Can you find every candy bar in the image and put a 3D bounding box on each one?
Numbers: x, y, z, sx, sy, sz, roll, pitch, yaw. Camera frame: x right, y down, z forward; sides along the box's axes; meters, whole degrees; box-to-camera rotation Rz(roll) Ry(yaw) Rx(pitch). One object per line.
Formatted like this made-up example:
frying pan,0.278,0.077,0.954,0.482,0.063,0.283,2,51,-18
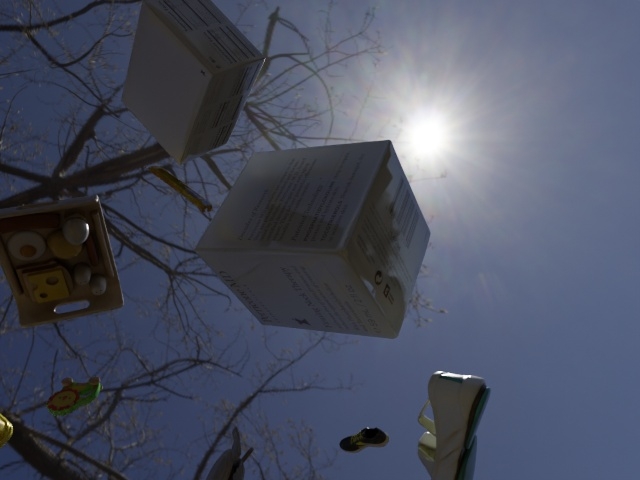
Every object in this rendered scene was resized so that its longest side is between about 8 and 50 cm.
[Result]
candy bar,-0.279,-0.105,1.099,0.161,0.040,0.018,36,-73,11

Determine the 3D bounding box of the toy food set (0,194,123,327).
toy food set,-0.548,0.049,1.154,0.220,0.092,0.306,-11,-49,-18

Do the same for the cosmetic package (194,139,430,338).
cosmetic package,0.000,0.000,1.321,0.329,0.394,0.327,56,-134,-40

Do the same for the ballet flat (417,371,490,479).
ballet flat,0.270,0.420,1.183,0.139,0.139,0.400,-19,-52,-21

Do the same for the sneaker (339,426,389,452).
sneaker,0.068,0.321,0.908,0.083,0.031,0.035,-18,-54,14

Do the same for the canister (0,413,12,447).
canister,-0.737,0.366,1.151,0.073,0.126,0.169,-52,-22,-26

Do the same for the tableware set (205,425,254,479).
tableware set,-0.106,0.306,0.628,0.039,0.194,0.128,31,-91,-12

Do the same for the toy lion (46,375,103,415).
toy lion,-0.541,0.343,1.216,0.100,0.096,0.034,-3,-61,0

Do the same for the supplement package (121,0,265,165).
supplement package,-0.269,-0.327,1.136,0.204,0.262,0.145,47,-132,8
